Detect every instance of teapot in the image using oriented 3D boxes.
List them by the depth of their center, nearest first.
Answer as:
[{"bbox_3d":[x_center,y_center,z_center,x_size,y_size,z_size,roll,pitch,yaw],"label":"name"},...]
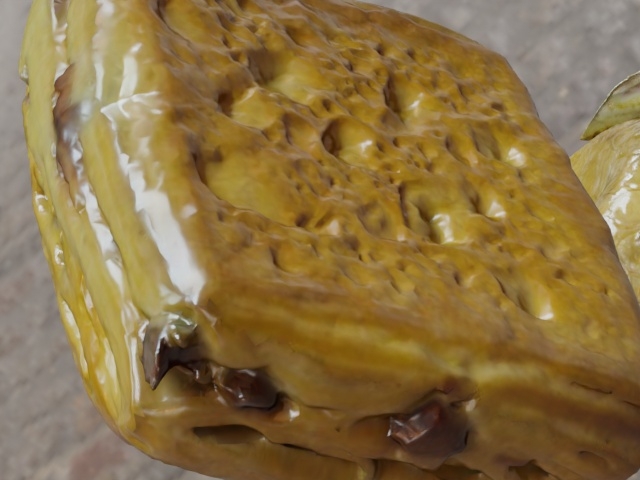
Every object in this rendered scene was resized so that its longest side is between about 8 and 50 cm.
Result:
[{"bbox_3d":[0.218,0.033,1.105,0.203,0.167,0.311,-57,11,-23],"label":"teapot"}]

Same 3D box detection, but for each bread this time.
[{"bbox_3d":[-0.002,-0.004,0.571,0.099,0.211,0.235,-58,32,32],"label":"bread"}]

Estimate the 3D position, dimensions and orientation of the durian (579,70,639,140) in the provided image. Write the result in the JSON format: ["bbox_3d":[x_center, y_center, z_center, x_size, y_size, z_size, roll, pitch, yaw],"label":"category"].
[{"bbox_3d":[0.292,-0.119,1.177,0.224,0.140,0.078,-17,21,3],"label":"durian"}]
